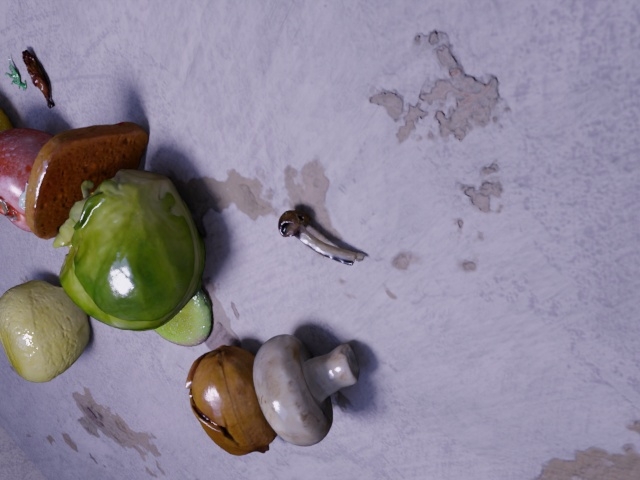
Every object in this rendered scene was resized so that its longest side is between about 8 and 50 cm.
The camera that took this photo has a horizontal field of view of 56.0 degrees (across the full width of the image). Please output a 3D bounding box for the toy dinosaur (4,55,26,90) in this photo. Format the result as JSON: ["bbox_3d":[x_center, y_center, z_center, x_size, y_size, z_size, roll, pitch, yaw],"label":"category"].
[{"bbox_3d":[-0.785,-0.426,1.551,0.062,0.021,0.083,33,135,9],"label":"toy dinosaur"}]

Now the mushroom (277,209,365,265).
[{"bbox_3d":[0.000,0.000,1.182,0.187,0.061,0.060,30,101,9],"label":"mushroom"}]

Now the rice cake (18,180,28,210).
[{"bbox_3d":[-0.599,-0.154,1.399,0.051,0.290,0.081,23,122,-2],"label":"rice cake"}]

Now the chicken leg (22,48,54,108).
[{"bbox_3d":[-0.701,-0.400,1.492,0.062,0.037,0.145,-1,116,62],"label":"chicken leg"}]

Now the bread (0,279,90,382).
[{"bbox_3d":[-0.892,0.287,1.906,0.320,0.237,0.321,17,121,30],"label":"bread"}]

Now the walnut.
[{"bbox_3d":[-0.201,0.410,1.480,0.208,0.209,0.337,-1,122,38],"label":"walnut"}]

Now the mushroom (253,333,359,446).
[{"bbox_3d":[-0.021,0.306,1.292,0.243,0.243,0.244,19,126,28],"label":"mushroom"}]

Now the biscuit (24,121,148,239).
[{"bbox_3d":[-0.517,-0.138,1.323,0.052,0.277,0.262,38,125,17],"label":"biscuit"}]

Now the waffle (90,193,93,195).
[{"bbox_3d":[-0.514,-0.085,1.527,0.228,0.051,0.232,17,124,33],"label":"waffle"}]

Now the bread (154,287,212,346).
[{"bbox_3d":[-0.401,0.162,1.590,0.301,0.045,0.302,18,126,27],"label":"bread"}]

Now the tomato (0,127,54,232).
[{"bbox_3d":[-0.733,-0.161,1.526,0.270,0.227,0.270,26,146,19],"label":"tomato"}]

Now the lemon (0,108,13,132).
[{"bbox_3d":[-0.942,-0.275,1.616,0.253,0.228,0.229,37,135,41],"label":"lemon"}]

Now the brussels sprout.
[{"bbox_3d":[-0.406,0.033,1.352,0.314,0.275,0.372,27,112,19],"label":"brussels sprout"}]
